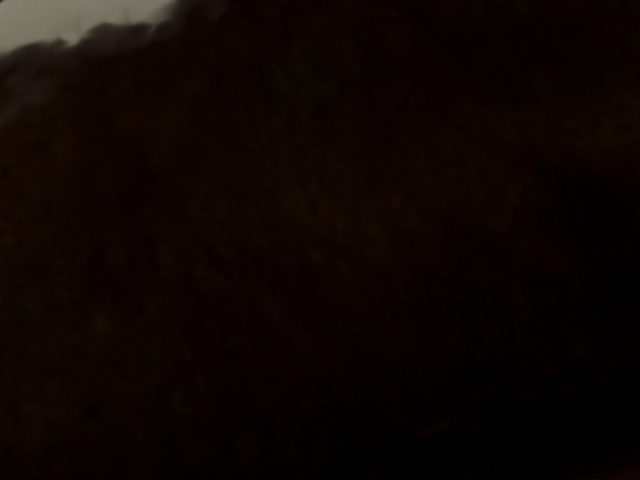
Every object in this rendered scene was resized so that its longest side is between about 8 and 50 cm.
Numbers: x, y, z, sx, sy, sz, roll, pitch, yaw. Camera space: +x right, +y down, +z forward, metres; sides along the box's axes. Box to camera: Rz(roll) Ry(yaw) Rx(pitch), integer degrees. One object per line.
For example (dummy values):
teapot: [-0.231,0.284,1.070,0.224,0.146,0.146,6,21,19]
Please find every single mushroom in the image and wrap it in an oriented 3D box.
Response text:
mushroom: [0.000,0.000,0.431,0.227,0.148,0.217,-12,-11,-18]
